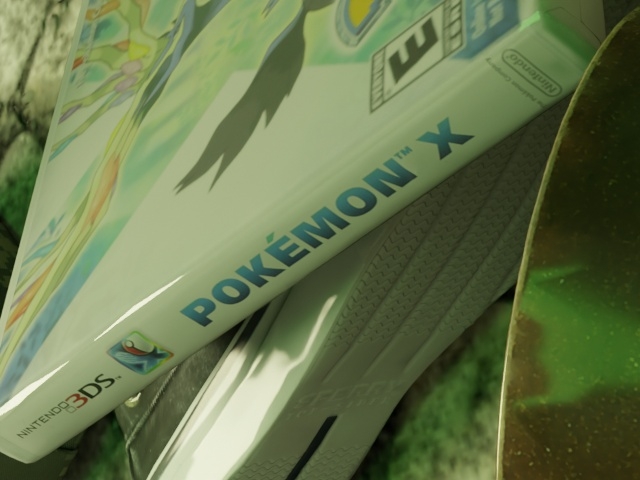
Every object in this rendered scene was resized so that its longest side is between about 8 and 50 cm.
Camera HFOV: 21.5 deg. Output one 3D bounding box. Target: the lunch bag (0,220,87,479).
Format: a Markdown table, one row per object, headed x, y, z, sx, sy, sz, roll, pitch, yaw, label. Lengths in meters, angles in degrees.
| x | y | z | sx | sy | sz | roll | pitch | yaw | label |
| --- | --- | --- | --- | --- | --- | --- | --- | --- | --- |
| -0.302 | 0.108 | 0.868 | 0.305 | 0.256 | 0.212 | -54 | 53 | 22 | lunch bag |

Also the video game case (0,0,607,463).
| x | y | z | sx | sy | sz | roll | pitch | yaw | label |
| --- | --- | --- | --- | --- | --- | --- | --- | --- | --- |
| -0.015 | -0.105 | 0.685 | 0.300 | 0.036 | 0.329 | -35 | 34 | 34 | video game case |

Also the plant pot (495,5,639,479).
| x | y | z | sx | sy | sz | roll | pitch | yaw | label |
| --- | --- | --- | --- | --- | --- | --- | --- | --- | --- |
| 0.197 | 0.046 | 0.476 | 0.230 | 0.215 | 0.215 | 8 | 89 | 27 | plant pot |

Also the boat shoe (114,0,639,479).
| x | y | z | sx | sy | sz | roll | pitch | yaw | label |
| --- | --- | --- | --- | --- | --- | --- | --- | --- | --- |
| 0.000 | 0.000 | 0.697 | 0.335 | 0.121 | 0.119 | -53 | 57 | 26 | boat shoe |
